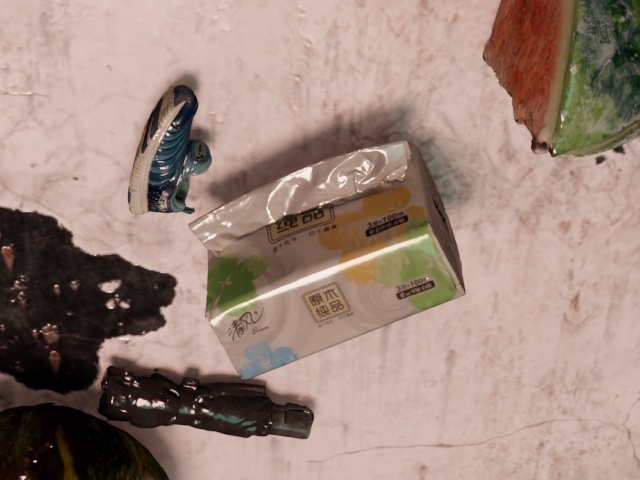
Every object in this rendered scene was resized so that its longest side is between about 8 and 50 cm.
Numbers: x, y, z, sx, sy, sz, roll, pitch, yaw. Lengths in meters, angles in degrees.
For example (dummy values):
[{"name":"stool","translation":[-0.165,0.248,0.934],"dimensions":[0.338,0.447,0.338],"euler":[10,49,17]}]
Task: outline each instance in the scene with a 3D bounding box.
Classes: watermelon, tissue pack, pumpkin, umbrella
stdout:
[{"name":"watermelon","translation":[0.226,-0.211,1.086],"dimensions":[0.193,0.310,0.232],"euler":[-13,164,6]},{"name":"tissue pack","translation":[0.000,0.000,1.236],"dimensions":[0.229,0.159,0.145],"euler":[-22,124,12]},{"name":"pumpkin","translation":[-0.306,0.318,1.389],"dimensions":[0.320,0.192,0.320],"euler":[-21,134,-24]},{"name":"umbrella","translation":[-0.122,0.182,1.426],"dimensions":[0.235,0.059,0.066],"euler":[10,149,-13]}]

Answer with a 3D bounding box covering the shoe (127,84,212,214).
[{"name":"shoe","translation":[-0.137,-0.080,1.229],"dimensions":[0.071,0.064,0.143],"euler":[12,127,-11]}]
